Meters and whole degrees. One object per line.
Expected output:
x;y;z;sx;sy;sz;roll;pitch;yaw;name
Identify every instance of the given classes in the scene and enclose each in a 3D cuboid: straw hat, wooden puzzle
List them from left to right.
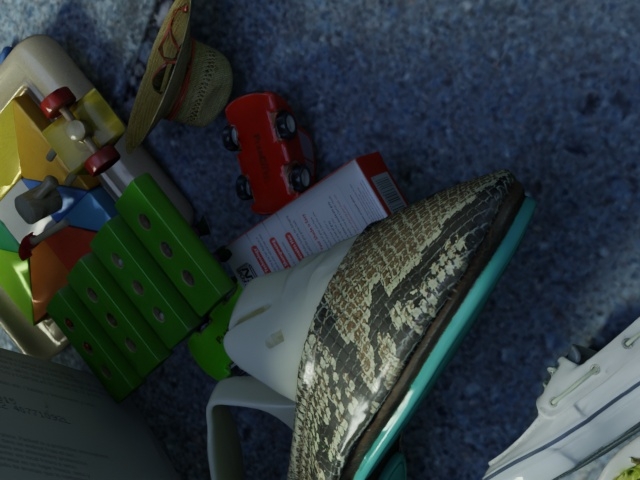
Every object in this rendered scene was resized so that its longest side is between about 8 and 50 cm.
-0.257;-0.030;1.079;0.238;0.044;0.221;-40;88;29;wooden puzzle
-0.104;-0.128;0.972;0.061;0.144;0.144;20;116;-20;straw hat

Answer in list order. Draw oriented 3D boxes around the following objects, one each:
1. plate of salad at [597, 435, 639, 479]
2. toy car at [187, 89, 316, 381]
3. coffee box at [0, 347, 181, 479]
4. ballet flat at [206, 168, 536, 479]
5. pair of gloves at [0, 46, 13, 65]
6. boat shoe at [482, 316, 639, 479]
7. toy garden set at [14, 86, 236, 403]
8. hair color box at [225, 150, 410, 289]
0.284;0.225;0.853;0.200;0.048;0.200;7;105;28;plate of salad
-0.029;0.026;0.976;0.239;0.053;0.225;47;119;12;toy car
-0.305;0.298;0.917;0.334;0.337;0.338;-56;42;11;coffee box
0.002;0.132;0.865;0.182;0.164;0.483;24;130;14;ballet flat
-0.323;-0.111;1.124;0.198;0.023;0.159;13;107;26;pair of gloves
0.201;0.109;0.864;0.226;0.083;0.076;-37;71;18;boat shoe
-0.171;0.002;0.977;0.204;0.049;0.244;52;142;4;toy garden set
0.000;0.000;0.897;0.141;0.043;0.072;-32;85;30;hair color box
